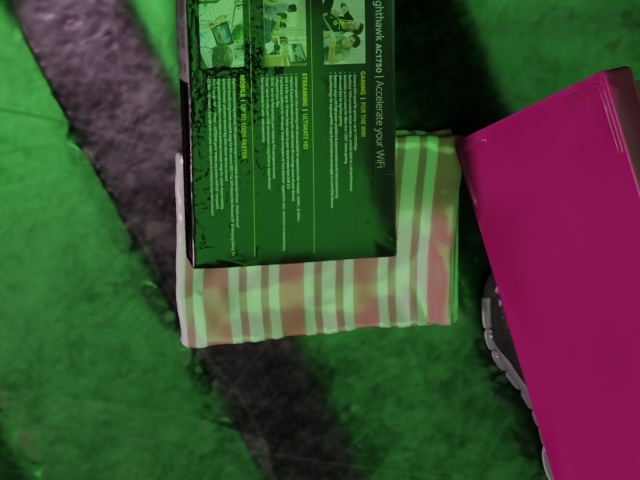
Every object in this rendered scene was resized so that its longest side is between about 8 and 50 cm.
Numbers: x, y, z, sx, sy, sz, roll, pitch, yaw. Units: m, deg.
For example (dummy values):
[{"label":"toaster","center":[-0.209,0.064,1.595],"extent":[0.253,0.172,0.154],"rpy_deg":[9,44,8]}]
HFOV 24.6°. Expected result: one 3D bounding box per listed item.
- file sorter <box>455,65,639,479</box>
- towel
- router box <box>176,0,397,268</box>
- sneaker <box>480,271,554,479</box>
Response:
[{"label":"file sorter","center":[0.240,0.039,0.900],"extent":[0.182,0.202,0.290],"rpy_deg":[-16,88,-20]},{"label":"towel","center":[0.000,0.000,0.988],"extent":[0.197,0.029,0.144],"rpy_deg":[-5,113,-11]},{"label":"router box","center":[-0.021,-0.075,0.923],"extent":[0.133,0.046,0.179],"rpy_deg":[-3,102,-11]},{"label":"sneaker","center":[0.191,0.122,1.028],"extent":[0.086,0.132,0.228],"rpy_deg":[-26,117,-1]}]
